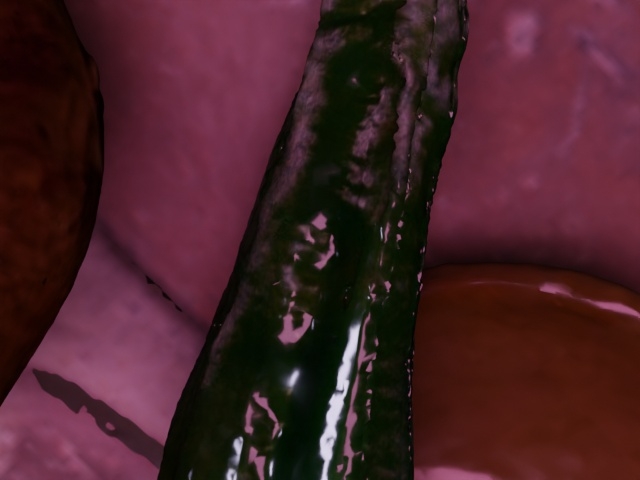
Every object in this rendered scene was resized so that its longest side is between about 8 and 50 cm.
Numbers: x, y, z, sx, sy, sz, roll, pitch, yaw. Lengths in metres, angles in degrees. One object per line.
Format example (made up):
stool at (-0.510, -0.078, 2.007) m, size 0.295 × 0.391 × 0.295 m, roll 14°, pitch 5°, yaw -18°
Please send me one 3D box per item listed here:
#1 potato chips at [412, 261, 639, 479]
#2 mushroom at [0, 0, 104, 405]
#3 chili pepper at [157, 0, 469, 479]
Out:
potato chips at (0.047, 0.104, 0.462) m, size 0.195 × 0.062 × 0.208 m, roll 37°, pitch 102°, yaw 10°
mushroom at (-0.207, -0.039, 0.347) m, size 0.267 × 0.254 × 0.267 m, roll -3°, pitch 82°, yaw 24°
chili pepper at (0.000, 0.000, 0.418) m, size 0.088 × 0.059 × 0.226 m, roll 8°, pitch 87°, yaw 28°
